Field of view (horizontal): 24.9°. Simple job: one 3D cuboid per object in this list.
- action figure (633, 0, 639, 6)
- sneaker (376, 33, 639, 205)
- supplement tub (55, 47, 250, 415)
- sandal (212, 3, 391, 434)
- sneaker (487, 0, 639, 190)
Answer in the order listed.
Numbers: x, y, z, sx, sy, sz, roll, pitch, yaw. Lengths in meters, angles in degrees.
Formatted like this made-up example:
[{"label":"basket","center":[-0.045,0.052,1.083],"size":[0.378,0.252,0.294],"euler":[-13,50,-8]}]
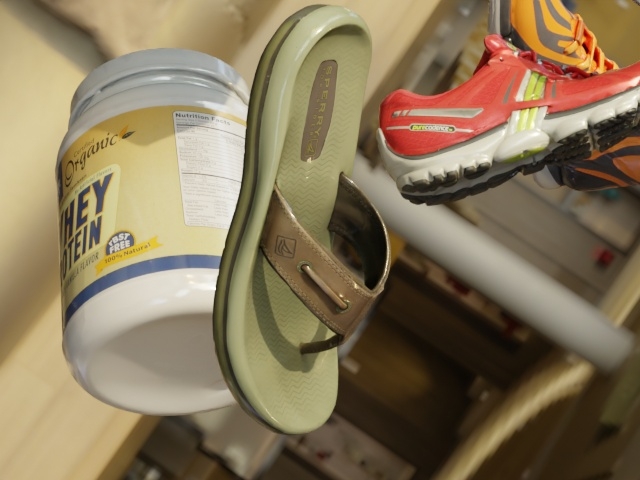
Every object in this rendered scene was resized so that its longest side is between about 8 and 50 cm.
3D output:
[{"label":"action figure","center":[0.290,-0.297,1.116],"size":[0.285,0.185,0.099],"euler":[-44,162,33]},{"label":"sneaker","center":[0.180,-0.125,1.217],"size":[0.279,0.118,0.107],"euler":[-17,167,-5]},{"label":"supplement tub","center":[-0.147,-0.011,1.440],"size":[0.228,0.228,0.316],"euler":[119,-31,-49]},{"label":"sandal","center":[-0.001,-0.001,0.954],"size":[0.120,0.086,0.302],"euler":[-26,129,-51]},{"label":"sneaker","center":[0.290,-0.180,1.509],"size":[0.321,0.180,0.124],"euler":[62,41,-44]}]
